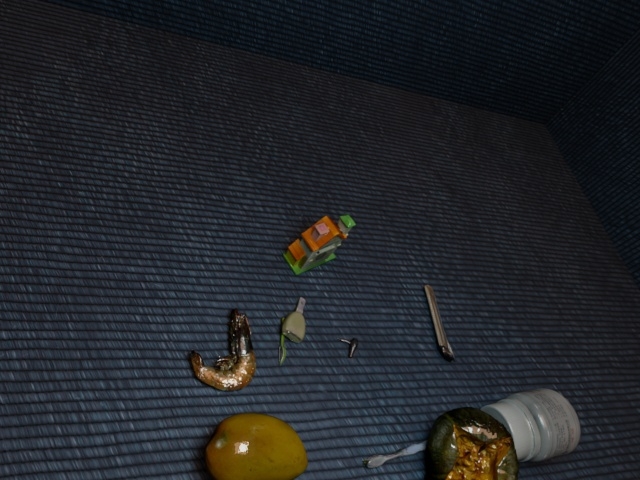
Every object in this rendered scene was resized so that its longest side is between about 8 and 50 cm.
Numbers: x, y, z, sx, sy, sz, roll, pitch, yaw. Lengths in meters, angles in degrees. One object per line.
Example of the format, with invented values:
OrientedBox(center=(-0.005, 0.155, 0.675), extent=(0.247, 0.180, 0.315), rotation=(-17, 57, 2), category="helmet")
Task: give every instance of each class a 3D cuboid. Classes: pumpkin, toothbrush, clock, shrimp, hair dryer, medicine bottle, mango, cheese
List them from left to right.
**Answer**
OrientedBox(center=(-0.330, 0.363, 1.587), extent=(0.222, 0.054, 0.290), rotation=(7, 58, -21), category="shrimp")
OrientedBox(center=(-0.187, 0.625, 1.392), extent=(0.317, 0.173, 0.211), rotation=(15, 52, -24), category="mango")
OrientedBox(center=(-0.087, 0.290, 1.764), extent=(0.097, 0.037, 0.192), rotation=(39, 39, -19), category="cheese")
OrientedBox(center=(0.000, 0.000, 1.878), extent=(0.220, 0.255, 0.106), rotation=(-22, 68, -36), category="clock")
OrientedBox(center=(0.098, 0.400, 1.792), extent=(0.083, 0.031, 0.079), rotation=(19, 58, 6), category="hair dryer")
OrientedBox(center=(0.328, 0.732, 1.648), extent=(0.413, 0.042, 0.035), rotation=(-2, 74, -28), category="toothbrush")
OrientedBox(center=(0.512, 0.730, 1.588), extent=(0.321, 0.192, 0.320), rotation=(-1, 76, 3), category="pumpkin")
OrientedBox(center=(0.768, 0.694, 1.749), extent=(0.306, 0.245, 0.245), rotation=(-2, 57, -21), category="medicine bottle")

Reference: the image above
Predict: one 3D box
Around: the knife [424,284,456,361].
OrientedBox(center=(0.501, 0.349, 2.010), extent=(0.089, 0.043, 0.365), rotation=(36, 36, -44), category="knife")

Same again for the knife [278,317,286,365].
OrientedBox(center=(-0.136, 0.364, 1.702), extent=(0.026, 0.022, 0.184), rotation=(-6, 55, 7), category="knife")
